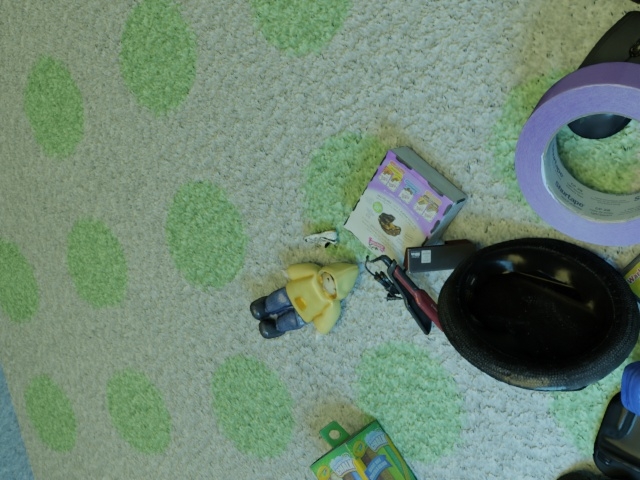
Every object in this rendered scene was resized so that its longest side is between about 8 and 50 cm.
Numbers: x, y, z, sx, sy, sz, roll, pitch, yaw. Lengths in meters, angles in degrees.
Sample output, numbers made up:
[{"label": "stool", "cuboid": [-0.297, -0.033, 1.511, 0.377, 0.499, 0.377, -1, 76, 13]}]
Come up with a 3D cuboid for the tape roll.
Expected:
[{"label": "tape roll", "cuboid": [0.446, -0.129, 1.173, 0.274, 0.090, 0.275, 16, 129, 21]}]

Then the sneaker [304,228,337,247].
[{"label": "sneaker", "cuboid": [0.000, 0.000, 1.629, 0.083, 0.032, 0.037, -11, 95, 38]}]

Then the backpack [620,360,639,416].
[{"label": "backpack", "cuboid": [0.543, 0.238, 1.226, 0.101, 0.120, 0.098, -166, 69, -74]}]

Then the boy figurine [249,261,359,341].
[{"label": "boy figurine", "cuboid": [-0.023, 0.130, 1.645, 0.285, 0.092, 0.177, -28, 82, 41]}]

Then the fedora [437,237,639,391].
[{"label": "fedora", "cuboid": [0.367, 0.149, 1.291, 0.334, 0.334, 0.152, 16, 144, 33]}]

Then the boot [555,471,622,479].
[{"label": "boot", "cuboid": [0.516, 0.481, 1.352, 0.137, 0.077, 0.198, 33, 161, -14]}]

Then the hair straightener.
[{"label": "hair straightener", "cuboid": [0.150, 0.106, 1.467, 0.089, 0.047, 0.230, -20, 127, 40]}]

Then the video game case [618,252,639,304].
[{"label": "video game case", "cuboid": [0.641, 0.054, 1.168, 0.248, 0.035, 0.275, 47, 125, 17]}]

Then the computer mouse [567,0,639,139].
[{"label": "computer mouse", "cuboid": [0.468, -0.277, 1.186, 0.188, 0.072, 0.272, 42, 123, 20]}]

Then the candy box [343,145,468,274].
[{"label": "candy box", "cuboid": [0.160, -0.055, 1.472, 0.165, 0.070, 0.196, 43, 123, 19]}]

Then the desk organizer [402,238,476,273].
[{"label": "desk organizer", "cuboid": [0.220, 0.028, 1.415, 0.130, 0.050, 0.047, -5, 103, -8]}]

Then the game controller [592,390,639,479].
[{"label": "game controller", "cuboid": [0.621, 0.374, 1.260, 0.319, 0.067, 0.167, 22, 100, 30]}]

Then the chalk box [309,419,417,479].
[{"label": "chalk box", "cuboid": [0.081, 0.481, 1.631, 0.132, 0.132, 0.213, -43, 77, 36]}]
